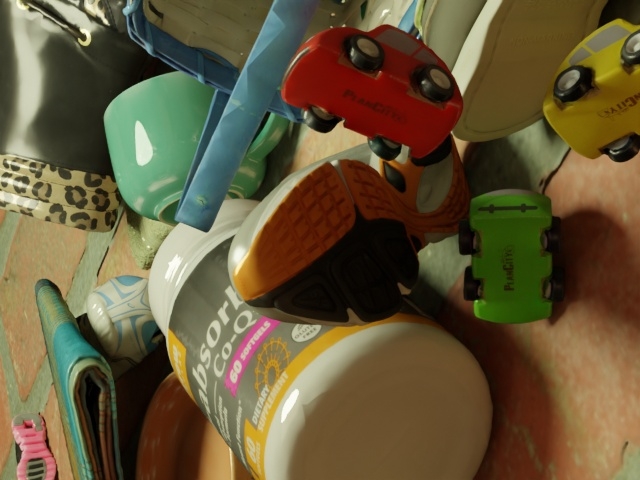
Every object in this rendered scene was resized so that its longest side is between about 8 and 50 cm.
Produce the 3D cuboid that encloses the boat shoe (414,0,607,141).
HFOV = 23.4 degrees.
[{"bbox_3d":[0.133,-0.183,0.864,0.091,0.109,0.305,66,148,29],"label":"boat shoe"}]

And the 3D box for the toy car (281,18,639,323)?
[{"bbox_3d":[0.107,-0.042,0.893,0.225,0.239,0.053,81,-169,-45],"label":"toy car"}]

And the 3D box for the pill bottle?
[{"bbox_3d":[-0.013,0.080,1.079,0.278,0.162,0.162,40,124,55],"label":"pill bottle"}]

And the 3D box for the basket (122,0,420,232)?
[{"bbox_3d":[-0.021,-0.177,1.021,0.255,0.201,0.289,-57,11,47],"label":"basket"}]

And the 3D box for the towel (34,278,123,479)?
[{"bbox_3d":[-0.217,0.194,1.464,0.370,0.040,0.271,-146,46,-73],"label":"towel"}]

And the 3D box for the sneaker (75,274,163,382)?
[{"bbox_3d":[-0.192,0.090,1.520,0.237,0.086,0.085,135,120,-71],"label":"sneaker"}]

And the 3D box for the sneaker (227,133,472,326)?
[{"bbox_3d":[0.000,0.000,0.954,0.121,0.262,0.099,-19,95,29],"label":"sneaker"}]

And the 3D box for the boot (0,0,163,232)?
[{"bbox_3d":[-0.309,-0.184,1.543,0.377,0.138,0.284,18,102,30],"label":"boot"}]

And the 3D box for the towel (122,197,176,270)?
[{"bbox_3d":[-0.170,-0.055,1.519,0.110,0.027,0.148,-48,48,52],"label":"towel"}]

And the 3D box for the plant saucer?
[{"bbox_3d":[-0.104,0.208,1.320,0.200,0.037,0.200,-16,72,60],"label":"plant saucer"}]

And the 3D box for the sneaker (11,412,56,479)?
[{"bbox_3d":[-0.340,0.264,1.825,0.057,0.047,0.119,109,155,-43],"label":"sneaker"}]

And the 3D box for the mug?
[{"bbox_3d":[-0.104,-0.076,1.285,0.158,0.129,0.097,-42,57,54],"label":"mug"}]
